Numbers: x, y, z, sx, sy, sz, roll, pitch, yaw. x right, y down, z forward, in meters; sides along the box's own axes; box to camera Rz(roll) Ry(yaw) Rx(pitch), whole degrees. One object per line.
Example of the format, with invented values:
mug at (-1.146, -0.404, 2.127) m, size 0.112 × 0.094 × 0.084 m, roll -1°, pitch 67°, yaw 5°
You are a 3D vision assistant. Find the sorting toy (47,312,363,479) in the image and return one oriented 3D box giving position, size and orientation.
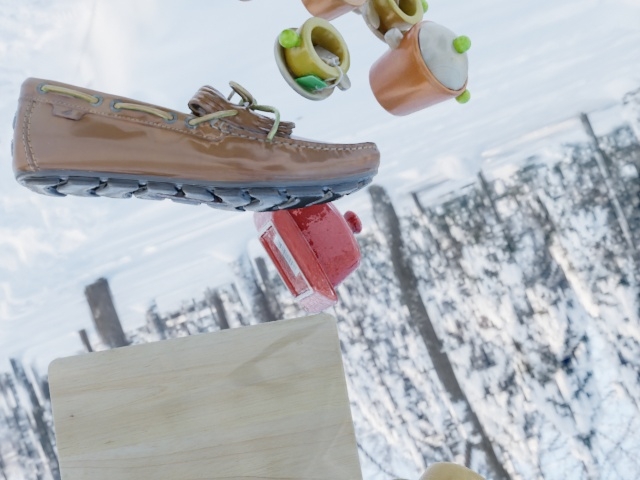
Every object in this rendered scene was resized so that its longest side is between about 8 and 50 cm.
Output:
sorting toy at (-0.094, 0.214, 0.758) m, size 0.257 × 0.255 × 0.089 m, roll -9°, pitch 173°, yaw -3°

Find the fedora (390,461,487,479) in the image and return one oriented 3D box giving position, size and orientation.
fedora at (0.197, 0.376, 1.188) m, size 0.079 × 0.194 × 0.194 m, roll -55°, pitch -165°, yaw -29°

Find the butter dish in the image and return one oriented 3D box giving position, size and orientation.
butter dish at (0.000, 0.000, 1.061) m, size 0.118 × 0.160 × 0.160 m, roll -30°, pitch 178°, yaw -17°

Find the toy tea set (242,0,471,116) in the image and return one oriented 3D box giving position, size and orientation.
toy tea set at (0.046, -0.251, 0.901) m, size 0.336 × 0.199 × 0.124 m, roll 0°, pitch 160°, yaw -46°

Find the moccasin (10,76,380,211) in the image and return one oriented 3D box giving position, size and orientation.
moccasin at (-0.123, -0.109, 0.874) m, size 0.380 × 0.146 × 0.139 m, roll 4°, pitch 172°, yaw -5°
